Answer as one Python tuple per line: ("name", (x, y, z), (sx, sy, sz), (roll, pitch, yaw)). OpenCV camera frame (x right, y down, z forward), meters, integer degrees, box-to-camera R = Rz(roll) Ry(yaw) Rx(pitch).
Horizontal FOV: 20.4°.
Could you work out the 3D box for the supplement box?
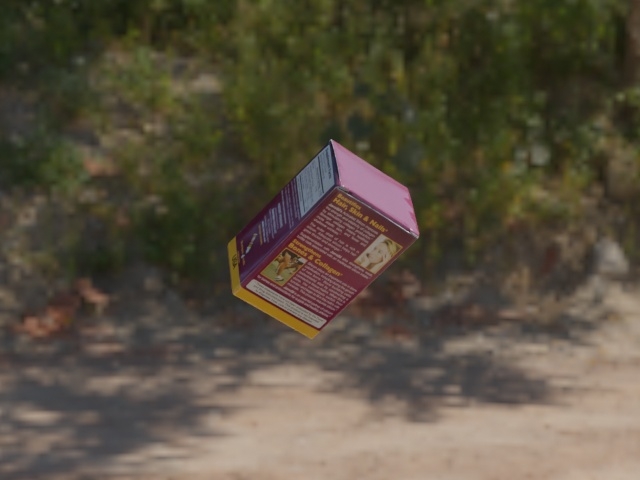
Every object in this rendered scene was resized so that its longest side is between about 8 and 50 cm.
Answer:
("supplement box", (0.000, 0.000, 0.887), (0.055, 0.083, 0.043), (33, 28, -28))
